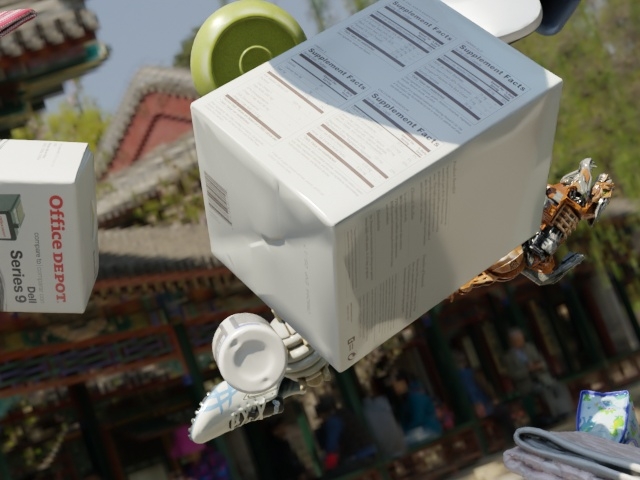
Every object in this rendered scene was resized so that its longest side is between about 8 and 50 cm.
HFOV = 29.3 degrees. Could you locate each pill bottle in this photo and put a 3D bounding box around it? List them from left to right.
[{"bbox_3d":[-0.084,0.125,1.406,0.078,0.078,0.137,-19,8,-7],"label":"pill bottle"}]

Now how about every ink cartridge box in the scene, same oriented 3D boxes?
[{"bbox_3d":[-0.454,-0.021,1.650,0.289,0.211,0.121,1,29,-1],"label":"ink cartridge box"}]

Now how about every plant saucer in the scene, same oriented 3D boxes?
[{"bbox_3d":[-0.125,-0.336,2.327,0.241,0.241,0.037,-18,14,-15],"label":"plant saucer"}]

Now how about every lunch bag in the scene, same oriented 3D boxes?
[{"bbox_3d":[0.431,0.318,1.826,0.096,0.151,0.129,-3,-44,26],"label":"lunch bag"}]

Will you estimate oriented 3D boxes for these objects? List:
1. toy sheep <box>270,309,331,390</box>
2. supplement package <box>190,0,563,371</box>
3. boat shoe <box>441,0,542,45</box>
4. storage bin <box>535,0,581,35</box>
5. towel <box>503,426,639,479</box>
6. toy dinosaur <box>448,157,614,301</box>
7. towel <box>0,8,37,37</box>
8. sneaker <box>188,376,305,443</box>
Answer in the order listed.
[{"bbox_3d":[-0.028,0.133,1.545,0.091,0.132,0.091,-16,32,10],"label":"toy sheep"},{"bbox_3d":[0.051,-0.063,1.122,0.263,0.198,0.199,-33,-35,-24],"label":"supplement package"},{"bbox_3d":[0.142,-0.222,1.384,0.228,0.080,0.076,-14,-32,18],"label":"boat shoe"},{"bbox_3d":[0.282,-0.361,1.686,0.135,0.091,0.098,21,-59,-21],"label":"storage bin"},{"bbox_3d":[0.375,0.259,1.230,0.332,0.053,0.317,18,-1,26],"label":"towel"},{"bbox_3d":[0.222,-0.021,1.598,0.322,0.218,0.164,-30,-9,-25],"label":"toy dinosaur"},{"bbox_3d":[-0.606,-0.309,1.934,0.275,0.031,0.199,-2,29,30],"label":"towel"},{"bbox_3d":[-0.117,0.266,2.015,0.237,0.086,0.085,-30,-40,-38],"label":"sneaker"}]
